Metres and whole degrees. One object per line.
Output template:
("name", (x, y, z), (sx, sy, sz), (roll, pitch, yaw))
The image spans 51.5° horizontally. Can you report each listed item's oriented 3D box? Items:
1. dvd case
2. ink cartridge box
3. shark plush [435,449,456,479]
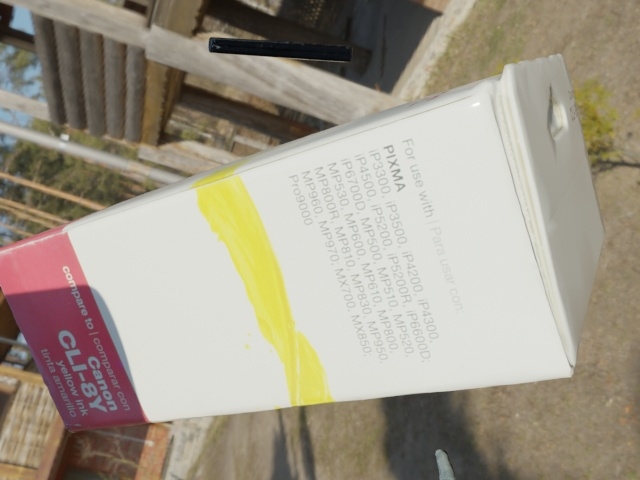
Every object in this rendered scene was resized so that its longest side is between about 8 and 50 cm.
("dvd case", (-0.065, -0.270, 0.942), (0.253, 0.181, 0.022), (-117, 30, -72))
("ink cartridge box", (0.000, 0.000, 0.517), (0.279, 0.385, 0.160), (-34, -73, -59))
("shark plush", (0.128, 0.271, 0.632), (0.073, 0.067, 0.161), (-24, 33, 38))
